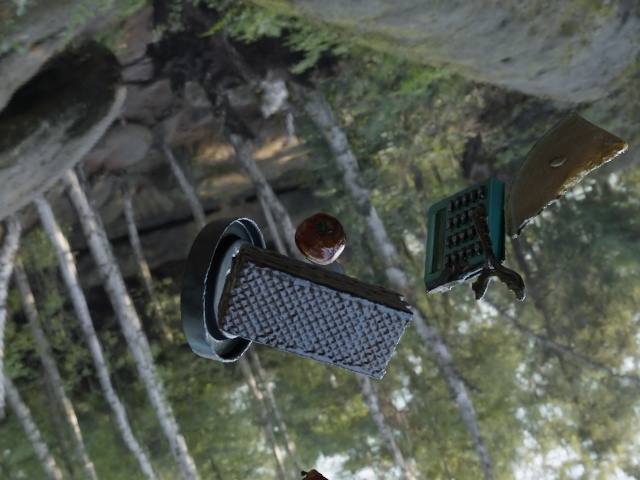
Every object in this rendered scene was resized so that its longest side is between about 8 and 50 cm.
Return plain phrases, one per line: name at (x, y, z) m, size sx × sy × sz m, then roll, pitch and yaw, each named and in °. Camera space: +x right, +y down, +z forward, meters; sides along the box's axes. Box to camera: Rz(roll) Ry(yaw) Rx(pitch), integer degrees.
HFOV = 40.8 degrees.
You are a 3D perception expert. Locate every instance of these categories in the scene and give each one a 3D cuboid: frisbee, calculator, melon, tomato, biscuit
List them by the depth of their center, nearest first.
melon at (0.284, -0.079, 1.075) m, size 0.182 × 0.054 × 0.098 m, roll -38°, pitch -140°, yaw -4°
biscuit at (-0.005, 0.093, 1.117) m, size 0.252 × 0.106 × 0.070 m, roll 19°, pitch -163°, yaw -14°
tomato at (0.000, 0.000, 1.439) m, size 0.087 × 0.087 × 0.075 m, roll -16°, pitch 148°, yaw -27°
frisbee at (0.334, 0.062, 1.709) m, size 0.012 × 0.211 × 0.187 m, roll -12°, pitch 144°, yaw -20°
calculator at (0.350, -0.011, 2.129) m, size 0.058 × 0.248 × 0.274 m, roll 18°, pitch 155°, yaw -26°

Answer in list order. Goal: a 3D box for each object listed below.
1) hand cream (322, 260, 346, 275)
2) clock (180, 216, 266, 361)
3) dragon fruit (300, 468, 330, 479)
hand cream at (-0.031, 0.130, 2.034) m, size 0.255 × 0.079 × 0.048 m, roll -33°, pitch 175°, yaw 35°
clock at (-0.179, 0.090, 1.641) m, size 0.055 × 0.281 × 0.280 m, roll 5°, pitch -174°, yaw 20°
dragon fruit at (-0.004, 0.528, 1.742) m, size 0.147 × 0.102 × 0.096 m, roll 25°, pitch 168°, yaw 22°
